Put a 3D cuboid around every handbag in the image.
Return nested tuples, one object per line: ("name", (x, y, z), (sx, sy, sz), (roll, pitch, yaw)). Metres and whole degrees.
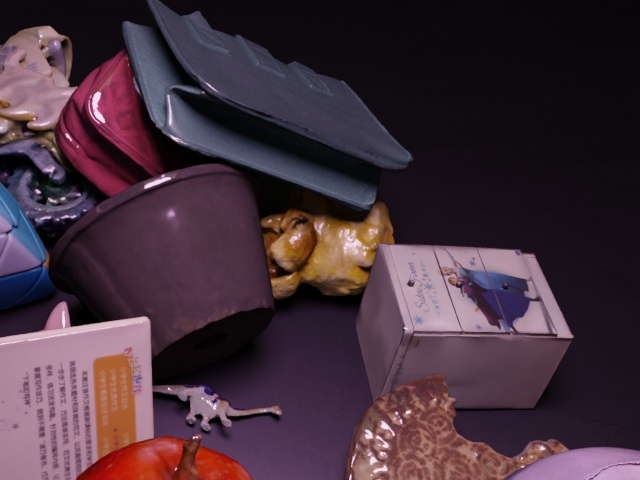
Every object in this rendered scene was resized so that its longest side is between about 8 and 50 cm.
("handbag", (-0.211, -0.120, 1.060), (0.225, 0.135, 0.146), (41, 53, -19))
("handbag", (-0.063, -0.162, 1.013), (0.326, 0.089, 0.238), (15, 32, -38))

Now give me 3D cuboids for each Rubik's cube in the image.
("Rubik's cube", (-0.383, -0.006, 0.954), (0.254, 0.254, 0.254), (7, 40, -6))

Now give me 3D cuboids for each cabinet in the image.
("cabinet", (0.168, 0.104, 1.024), (0.206, 0.150, 0.145), (2, 41, -13))

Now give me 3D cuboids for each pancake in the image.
("pancake", (0.165, 0.270, 0.887), (0.288, 0.033, 0.286), (-4, 53, -19))

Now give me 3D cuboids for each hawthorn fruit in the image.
("hawthorn fruit", (-0.131, 0.244, 0.726), (0.197, 0.225, 0.196), (14, 36, -10))

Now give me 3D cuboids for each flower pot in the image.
("flower pot", (-0.156, 0.051, 0.964), (0.269, 0.269, 0.166), (-17, 72, -31))

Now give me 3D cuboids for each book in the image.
("book", (-0.295, 0.187, 0.763), (0.295, 0.207, 0.020), (-6, 19, -26))

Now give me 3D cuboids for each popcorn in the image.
("popcorn", (0.000, -0.010, 1.100), (0.195, 0.173, 0.168), (0, 80, -31))

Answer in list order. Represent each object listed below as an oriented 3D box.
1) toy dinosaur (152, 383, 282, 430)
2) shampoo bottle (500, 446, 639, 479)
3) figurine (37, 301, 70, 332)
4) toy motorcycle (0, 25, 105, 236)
("toy dinosaur", (-0.134, 0.184, 0.945), (0.180, 0.037, 0.058), (19, 16, -2))
("shampoo bottle", (0.221, 0.318, 0.681), (0.273, 0.266, 0.273), (6, 57, -9))
("figurine", (-0.264, 0.150, 0.872), (0.125, 0.138, 0.125), (11, 36, -8))
("toy motorcycle", (-0.401, -0.172, 1.193), (0.237, 0.168, 0.410), (-29, 62, -30))
